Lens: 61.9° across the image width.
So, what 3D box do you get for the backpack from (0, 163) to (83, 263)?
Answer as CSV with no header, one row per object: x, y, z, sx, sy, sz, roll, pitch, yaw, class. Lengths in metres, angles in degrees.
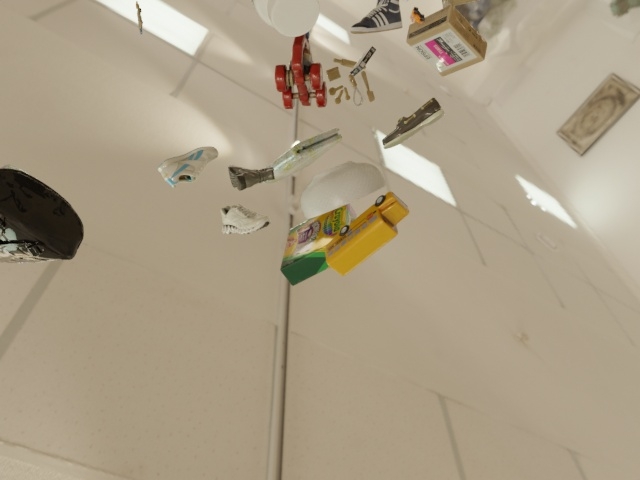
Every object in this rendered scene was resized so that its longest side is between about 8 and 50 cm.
-0.830,-0.061,1.423,0.290,0.355,0.273,44,-141,-34,backpack

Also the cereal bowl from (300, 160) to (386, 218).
0.072,-0.209,2.018,0.339,0.339,0.141,-34,-76,-61,cereal bowl

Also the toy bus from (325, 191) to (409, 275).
0.169,-0.024,1.929,0.108,0.332,0.130,39,-155,-25,toy bus

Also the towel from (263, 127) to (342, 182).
-0.097,-0.423,2.649,0.374,0.320,0.090,-33,-89,-42,towel

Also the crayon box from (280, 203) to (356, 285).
0.000,0.000,2.295,0.106,0.313,0.363,54,-161,-22,crayon box

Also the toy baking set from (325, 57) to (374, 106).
0.134,-0.705,2.389,0.256,0.197,0.030,-1,-164,-26,toy baking set

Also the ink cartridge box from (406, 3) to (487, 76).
0.463,-0.725,1.954,0.234,0.193,0.088,27,-113,-35,ink cartridge box

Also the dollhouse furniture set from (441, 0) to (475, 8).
0.520,-0.978,1.986,0.129,0.184,0.129,-12,-160,4,dollhouse furniture set

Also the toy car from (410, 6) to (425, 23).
0.322,-0.784,1.814,0.060,0.040,0.122,25,-130,-34,toy car

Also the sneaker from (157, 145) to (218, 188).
-0.443,-0.253,1.839,0.228,0.087,0.092,-32,-93,-35,sneaker

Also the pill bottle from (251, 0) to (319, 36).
-0.111,-0.691,1.448,0.176,0.176,0.318,13,-140,-38,pill bottle

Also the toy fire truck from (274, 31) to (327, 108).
-0.069,-0.657,2.032,0.302,0.169,0.254,65,-155,-72,toy fire truck

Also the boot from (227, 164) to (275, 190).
-0.276,-0.264,2.153,0.161,0.083,0.246,-17,-155,-17,boot

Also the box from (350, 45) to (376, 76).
0.130,-0.551,1.641,0.018,0.083,0.067,37,164,-15,box

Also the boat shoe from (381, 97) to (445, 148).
0.297,-0.385,1.768,0.069,0.227,0.081,61,-166,6,boat shoe

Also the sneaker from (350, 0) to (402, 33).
0.248,-1.021,2.406,0.282,0.153,0.099,-20,-152,-27,sneaker

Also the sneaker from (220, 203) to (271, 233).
-0.323,-0.091,2.218,0.110,0.292,0.118,-23,-73,-43,sneaker

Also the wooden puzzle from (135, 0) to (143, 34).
-0.599,-0.738,1.769,0.014,0.116,0.078,-8,-177,-20,wooden puzzle
